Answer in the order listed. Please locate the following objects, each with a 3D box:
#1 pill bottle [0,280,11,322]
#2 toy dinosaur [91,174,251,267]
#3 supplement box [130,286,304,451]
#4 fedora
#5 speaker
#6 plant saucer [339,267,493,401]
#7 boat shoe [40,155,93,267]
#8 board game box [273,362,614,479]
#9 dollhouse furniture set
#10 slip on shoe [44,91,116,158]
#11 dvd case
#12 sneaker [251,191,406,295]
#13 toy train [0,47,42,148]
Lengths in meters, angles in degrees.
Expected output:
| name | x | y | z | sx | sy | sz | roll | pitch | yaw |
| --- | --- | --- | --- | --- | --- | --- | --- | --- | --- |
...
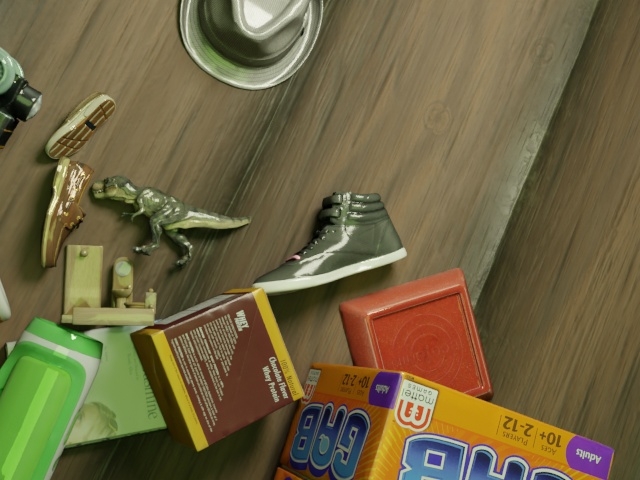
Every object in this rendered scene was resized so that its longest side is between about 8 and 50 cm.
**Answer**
| name | x | y | z | sx | sy | sz | roll | pitch | yaw |
| --- | --- | --- | --- | --- | --- | --- | --- | --- | --- |
| pill bottle | -0.573 | 0.094 | 1.172 | 0.216 | 0.121 | 0.121 | -20 | 93 | -20 |
| toy dinosaur | -0.246 | -0.024 | 1.327 | 0.268 | 0.064 | 0.118 | 17 | 75 | -21 |
| supplement box | -0.164 | 0.197 | 1.289 | 0.194 | 0.129 | 0.191 | -23 | 96 | -27 |
| fedora | -0.101 | -0.403 | 1.363 | 0.244 | 0.124 | 0.275 | 30 | 78 | -15 |
| speaker | -0.429 | 0.269 | 1.187 | 0.131 | 0.131 | 0.296 | 25 | 80 | -16 |
| plant saucer | 0.187 | 0.204 | 1.469 | 0.259 | 0.048 | 0.259 | -15 | 92 | -19 |
| boat shoe | -0.399 | -0.042 | 1.271 | 0.060 | 0.064 | 0.177 | 13 | 79 | -18 |
| board game box | 0.147 | 0.411 | 1.221 | 0.357 | 0.356 | 0.356 | 22 | 77 | -16 |
| dollhouse furniture set | -0.323 | 0.065 | 1.235 | 0.144 | 0.151 | 0.123 | 2 | 85 | -11 |
| slip on shoe | -0.389 | -0.187 | 1.297 | 0.041 | 0.051 | 0.135 | 39 | 82 | 28 |
| dvd case | -0.358 | 0.232 | 1.291 | 0.253 | 0.022 | 0.180 | -7 | 89 | -20 |
| sneaker | 0.000 | 0.000 | 1.391 | 0.296 | 0.104 | 0.146 | -17 | 91 | -25 |
| toy train | -0.588 | -0.240 | 1.185 | 0.334 | 0.142 | 0.190 | 30 | 87 | -15 |
